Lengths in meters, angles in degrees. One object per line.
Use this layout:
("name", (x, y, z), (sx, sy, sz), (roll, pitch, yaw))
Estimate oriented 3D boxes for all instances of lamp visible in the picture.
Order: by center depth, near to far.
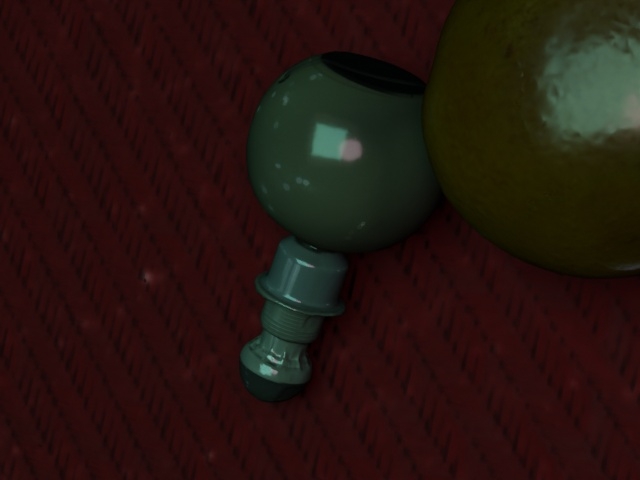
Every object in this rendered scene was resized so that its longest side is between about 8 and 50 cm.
("lamp", (0.000, 0.000, 0.812), (0.091, 0.091, 0.163), (28, 110, 28))

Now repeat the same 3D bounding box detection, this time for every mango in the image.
("mango", (0.146, -0.073, 0.724), (0.221, 0.120, 0.151), (-26, 75, 14))
